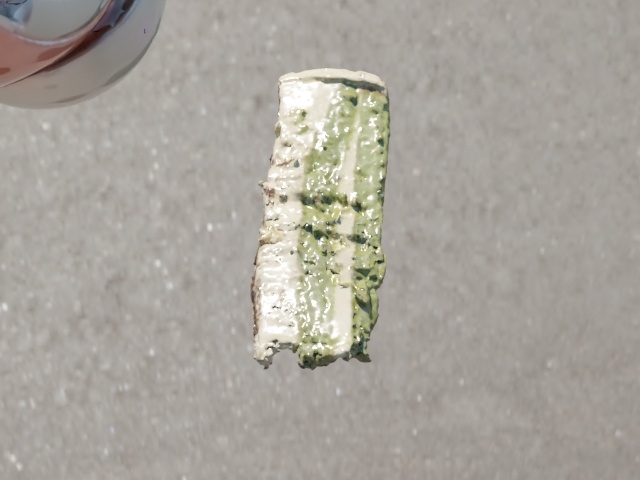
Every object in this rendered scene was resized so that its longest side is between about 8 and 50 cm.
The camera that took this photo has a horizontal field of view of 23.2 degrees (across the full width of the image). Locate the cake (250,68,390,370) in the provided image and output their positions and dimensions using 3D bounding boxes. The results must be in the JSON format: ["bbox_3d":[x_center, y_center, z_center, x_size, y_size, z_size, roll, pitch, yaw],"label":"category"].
[{"bbox_3d":[0.000,0.000,0.600,0.051,0.055,0.140,5,53,1],"label":"cake"}]

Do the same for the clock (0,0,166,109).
[{"bbox_3d":[-0.104,-0.105,0.365,0.093,0.165,0.162,-5,12,23],"label":"clock"}]
